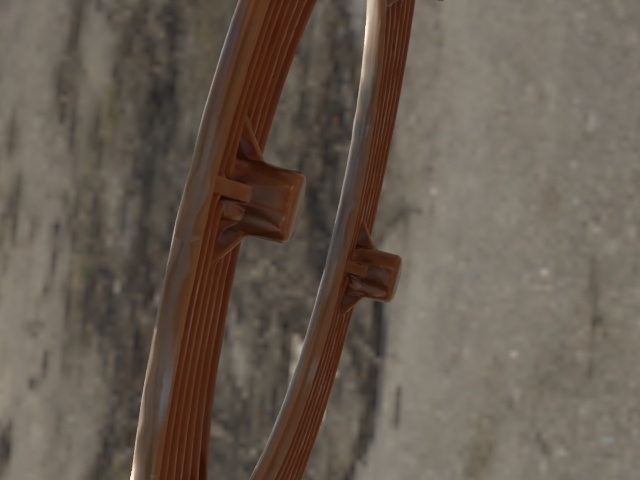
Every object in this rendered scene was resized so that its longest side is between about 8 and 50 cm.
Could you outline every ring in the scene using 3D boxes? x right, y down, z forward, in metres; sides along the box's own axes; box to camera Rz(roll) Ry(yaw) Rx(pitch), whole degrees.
[{"bbox_3d":[0.000,0.000,0.685,0.336,0.032,0.336,14,-90,-81],"label":"ring"}]
